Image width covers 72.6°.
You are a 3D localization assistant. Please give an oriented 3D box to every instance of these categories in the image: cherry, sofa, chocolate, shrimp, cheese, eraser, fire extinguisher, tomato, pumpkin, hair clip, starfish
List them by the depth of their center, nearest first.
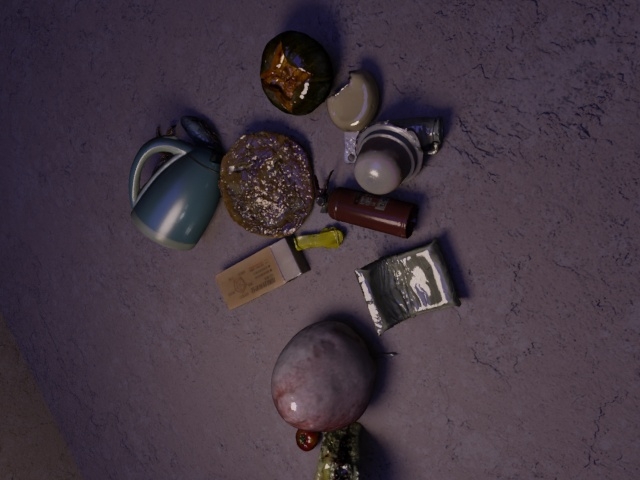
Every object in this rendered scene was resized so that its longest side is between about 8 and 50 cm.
[{"bbox_3d":[0.172,-0.200,1.178,0.222,0.147,0.221,14,139,13],"label":"chocolate"},{"bbox_3d":[0.244,0.125,1.215,0.226,0.176,0.209,-19,88,29],"label":"sofa"},{"bbox_3d":[0.109,-0.358,1.272,0.164,0.071,0.248,-18,89,30],"label":"cheese"},{"bbox_3d":[0.117,-0.115,1.288,0.338,0.107,0.147,17,99,24],"label":"fire extinguisher"},{"bbox_3d":[-0.069,-0.494,1.296,0.238,0.159,0.237,19,131,23],"label":"pumpkin"},{"bbox_3d":[0.007,0.404,1.316,0.292,0.335,0.325,-3,73,44],"label":"cherry"},{"bbox_3d":[0.000,0.000,1.399,0.173,0.046,0.072,-13,94,30],"label":"hair clip"},{"bbox_3d":[-0.207,0.115,1.510,0.344,0.078,0.143,-27,85,27],"label":"eraser"},{"bbox_3d":[-0.043,0.682,1.513,0.087,0.075,0.087,-5,82,36],"label":"tomato"},{"bbox_3d":[-0.414,-0.363,1.551,0.233,0.079,0.090,45,119,10],"label":"shrimp"},{"bbox_3d":[-0.584,-0.327,1.656,0.213,0.057,0.238,46,111,23],"label":"starfish"}]

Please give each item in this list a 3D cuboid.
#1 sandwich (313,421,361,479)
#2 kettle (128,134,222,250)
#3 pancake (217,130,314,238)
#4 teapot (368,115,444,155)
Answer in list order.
[{"bbox_3d":[0.043,0.733,1.333,0.131,0.325,0.261,13,102,6],"label":"sandwich"},{"bbox_3d":[-0.497,-0.187,1.505,0.320,0.247,0.342,30,106,-19],"label":"kettle"},{"bbox_3d":[-0.179,-0.182,1.426,0.357,0.065,0.355,2,103,11],"label":"pancake"},{"bbox_3d":[0.239,-0.284,1.214,0.201,0.077,0.107,3,119,28],"label":"teapot"}]
